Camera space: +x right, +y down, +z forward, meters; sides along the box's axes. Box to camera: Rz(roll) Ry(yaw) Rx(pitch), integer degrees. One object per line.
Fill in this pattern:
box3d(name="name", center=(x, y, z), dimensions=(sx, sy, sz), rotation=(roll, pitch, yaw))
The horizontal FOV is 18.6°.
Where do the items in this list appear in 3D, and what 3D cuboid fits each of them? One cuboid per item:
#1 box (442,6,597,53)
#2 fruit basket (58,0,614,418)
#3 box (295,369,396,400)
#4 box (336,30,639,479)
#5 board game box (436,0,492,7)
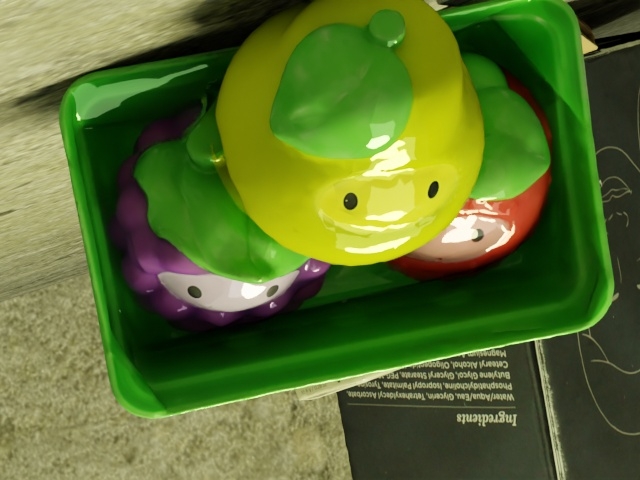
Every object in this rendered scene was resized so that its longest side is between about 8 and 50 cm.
box3d(name="box", center=(0.117, -0.159, 1.670), dimensions=(0.201, 0.021, 0.164), rotation=(-20, 162, 22))
box3d(name="fruit basket", center=(0.019, -0.038, 1.317), dimensions=(0.392, 0.283, 0.392), rotation=(-9, -168, 2))
box3d(name="box", center=(0.000, 0.000, 1.814), dimensions=(0.094, 0.275, 0.113), rotation=(-21, 178, 44))
box3d(name="box", center=(0.259, 0.041, 2.031), dimensions=(0.297, 0.472, 0.480), rotation=(-6, -172, 45))
box3d(name="board game box", center=(0.161, -0.204, 1.377), dimensions=(0.154, 0.026, 0.103), rotation=(-20, 178, 19))
